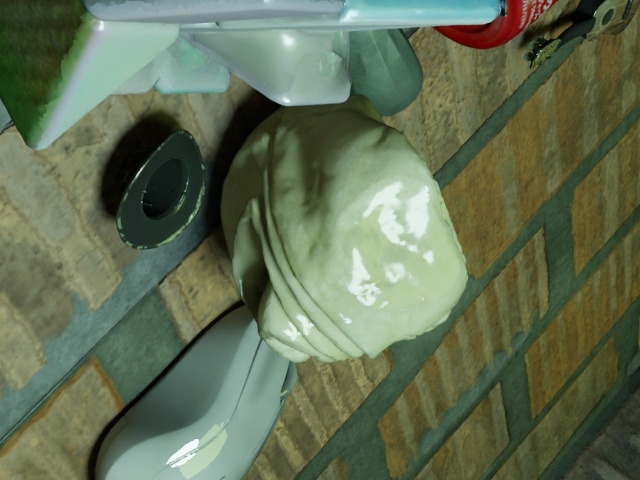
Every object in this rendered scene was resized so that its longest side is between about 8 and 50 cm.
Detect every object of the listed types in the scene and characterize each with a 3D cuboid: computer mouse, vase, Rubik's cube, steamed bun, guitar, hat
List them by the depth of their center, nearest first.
[{"bbox_3d":[-0.080,-0.245,0.780,0.358,0.368,0.387,-10,102,-61],"label":"Rubik's cube"},{"bbox_3d":[-0.155,-0.051,1.258,0.121,0.050,0.121,-37,143,-34],"label":"hat"},{"bbox_3d":[0.038,-0.214,1.356,0.086,0.086,0.214,-48,147,-12],"label":"vase"},{"bbox_3d":[0.001,0.003,1.365,0.203,0.289,0.276,-27,119,-11],"label":"steamed bun"},{"bbox_3d":[-0.118,0.204,1.532,0.297,0.121,0.184,-39,147,-25],"label":"computer mouse"},{"bbox_3d":[0.337,-0.280,1.788,0.271,0.038,0.084,-31,144,-42],"label":"guitar"}]

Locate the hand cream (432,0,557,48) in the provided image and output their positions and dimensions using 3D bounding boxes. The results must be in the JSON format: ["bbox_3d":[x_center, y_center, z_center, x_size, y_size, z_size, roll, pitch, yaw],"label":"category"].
[{"bbox_3d":[0.158,-0.292,1.333,0.125,0.193,0.193,-41,150,-19],"label":"hand cream"}]
